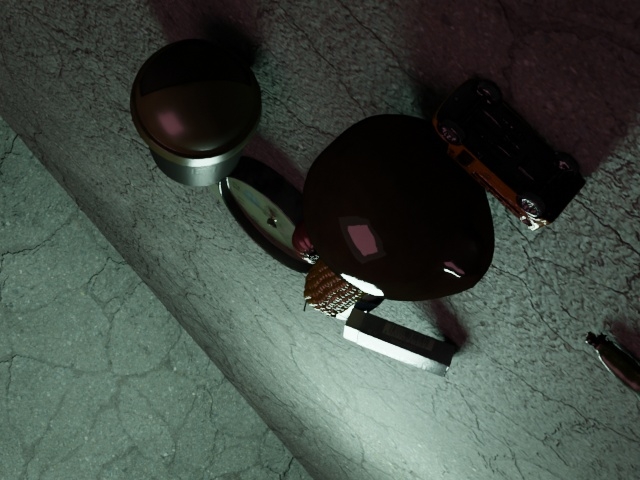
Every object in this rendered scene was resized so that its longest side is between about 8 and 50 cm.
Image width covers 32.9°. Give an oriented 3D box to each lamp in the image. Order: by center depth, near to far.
[{"bbox_3d":[0.000,0.000,2.015,0.107,0.092,0.107,7,145,5],"label":"lamp"}]

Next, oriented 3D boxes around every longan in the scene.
[{"bbox_3d":[0.110,-0.038,1.458,0.300,0.243,0.300,29,-177,-2],"label":"longan"}]

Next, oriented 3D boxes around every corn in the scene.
[{"bbox_3d":[0.061,0.043,1.882,0.106,0.106,0.305,45,145,-1],"label":"corn"}]

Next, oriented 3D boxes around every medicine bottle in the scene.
[{"bbox_3d":[0.059,0.092,2.108,0.124,0.079,0.258,41,161,-2],"label":"medicine bottle"}]

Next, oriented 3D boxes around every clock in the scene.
[{"bbox_3d":[-0.093,-0.047,2.170,0.280,0.055,0.280,38,160,17],"label":"clock"}]

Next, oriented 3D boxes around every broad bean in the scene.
[{"bbox_3d":[0.495,0.233,1.541,0.297,0.043,0.060,39,151,21],"label":"broad bean"}]

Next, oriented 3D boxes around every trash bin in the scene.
[{"bbox_3d":[-0.206,-0.216,1.818,0.214,0.214,0.334,43,170,4],"label":"trash bin"}]

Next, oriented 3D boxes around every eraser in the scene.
[{"bbox_3d":[0.151,0.195,2.081,0.212,0.046,0.092,21,160,7],"label":"eraser"}]

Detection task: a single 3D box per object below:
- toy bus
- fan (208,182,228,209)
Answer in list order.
[{"bbox_3d":[0.222,-0.103,1.329,0.194,0.083,0.088,43,163,2],"label":"toy bus"},{"bbox_3d":[-0.149,-0.048,2.361,0.310,0.010,0.182,46,161,-2],"label":"fan"}]
